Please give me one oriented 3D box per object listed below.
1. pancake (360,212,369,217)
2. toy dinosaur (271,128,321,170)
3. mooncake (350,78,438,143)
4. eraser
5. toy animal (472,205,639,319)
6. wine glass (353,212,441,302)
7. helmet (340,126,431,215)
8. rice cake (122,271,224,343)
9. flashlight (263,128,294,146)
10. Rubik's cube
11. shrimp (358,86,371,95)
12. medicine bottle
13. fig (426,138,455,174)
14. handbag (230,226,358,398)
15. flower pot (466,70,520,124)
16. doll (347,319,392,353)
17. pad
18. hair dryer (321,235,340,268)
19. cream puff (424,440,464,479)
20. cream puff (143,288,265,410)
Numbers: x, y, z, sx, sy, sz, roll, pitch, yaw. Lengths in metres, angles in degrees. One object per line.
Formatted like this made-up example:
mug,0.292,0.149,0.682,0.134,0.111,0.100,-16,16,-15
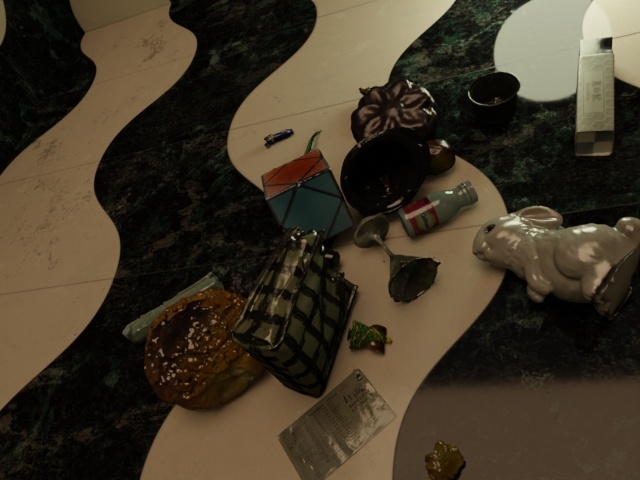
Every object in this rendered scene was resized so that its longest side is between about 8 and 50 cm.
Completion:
pancake,0.173,-0.109,1.530,0.114,0.011,0.115,-11,52,14
toy dinosaur,-0.098,-0.266,1.730,0.129,0.076,0.383,2,60,17
mooncake,0.235,-0.382,1.584,0.282,0.141,0.283,-6,68,16
eraser,0.799,-0.426,1.435,0.098,0.096,0.404,2,57,26
toy animal,0.548,0.022,1.166,0.258,0.194,0.357,-51,43,-4
wine glass,0.191,0.038,1.331,0.156,0.156,0.232,-33,45,-2
helmet,0.180,-0.211,1.461,0.279,0.230,0.160,-44,14,6
rice cake,-0.456,0.215,1.532,0.336,0.066,0.063,-32,40,-2
flashlight,-0.161,-0.397,1.876,0.121,0.035,0.057,-19,49,10
Rubik's cube,-0.040,-0.120,1.469,0.205,0.205,0.207,-26,29,2
shrimp,0.195,-0.456,1.753,0.152,0.063,0.287,-43,51,5
medicine bottle,0.331,-0.093,1.395,0.216,0.090,0.091,-26,49,4
fig,0.330,-0.244,1.503,0.154,0.103,0.109,-29,28,2
handbag,-0.045,0.174,1.207,0.162,0.325,0.327,10,61,27
flower pot,0.547,-0.439,1.549,0.157,0.107,0.158,-14,52,18
doll,0.121,0.238,1.252,0.112,0.077,0.078,-4,45,20
pad,0.034,0.445,1.181,0.265,0.009,0.159,-39,50,-7
hair dryer,0.000,0.000,1.506,0.195,0.075,0.219,1,45,35
cream puff,0.255,0.466,1.039,0.058,0.083,0.084,143,140,-60
cream puff,-0.307,0.277,1.313,0.342,0.231,0.327,-5,50,21
